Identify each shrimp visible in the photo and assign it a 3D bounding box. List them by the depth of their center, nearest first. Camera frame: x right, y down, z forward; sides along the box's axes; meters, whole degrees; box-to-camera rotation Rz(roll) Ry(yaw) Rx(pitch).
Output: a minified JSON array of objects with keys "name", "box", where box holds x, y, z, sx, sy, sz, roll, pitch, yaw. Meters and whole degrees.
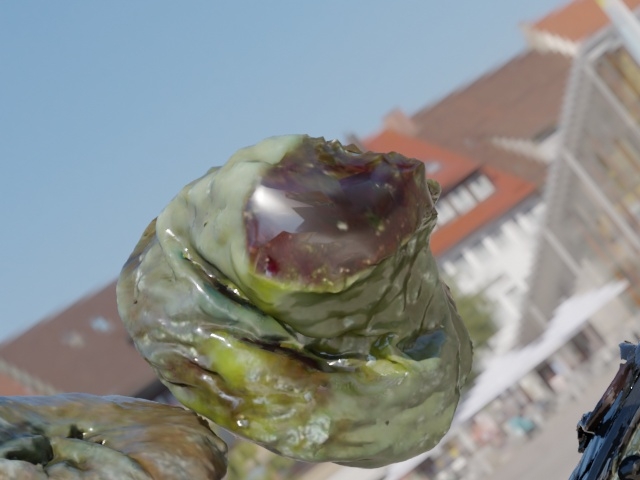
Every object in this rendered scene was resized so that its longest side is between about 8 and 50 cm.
[{"name":"shrimp","box":[-0.234,0.179,1.314,0.221,0.110,0.445,10,13,33]}]

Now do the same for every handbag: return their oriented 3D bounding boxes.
[{"name":"handbag","box":[0.358,0.199,1.879,0.254,0.181,0.181,-63,-2,-3]}]

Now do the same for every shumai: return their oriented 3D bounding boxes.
[{"name":"shumai","box":[0.000,0.000,1.543,0.304,0.309,0.263,-86,11,-46]}]
